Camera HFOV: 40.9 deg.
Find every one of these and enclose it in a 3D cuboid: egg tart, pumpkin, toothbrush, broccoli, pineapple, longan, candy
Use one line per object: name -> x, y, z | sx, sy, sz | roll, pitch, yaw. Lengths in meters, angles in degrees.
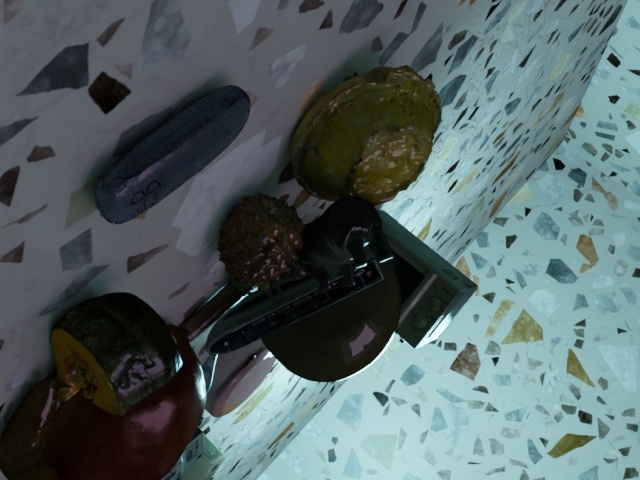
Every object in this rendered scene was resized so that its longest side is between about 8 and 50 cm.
egg tart -> 0.110, -0.179, 1.676 | 0.345, 0.132, 0.345 | -24, 145, -18
pumpkin -> -0.341, 0.212, 1.414 | 0.139, 0.190, 0.280 | -39, 161, -37
toothbrush -> -0.264, 0.326, 1.902 | 0.040, 0.040, 0.386 | 87, 21, -66
broccoli -> -0.140, 0.067, 1.795 | 0.097, 0.092, 0.095 | -58, -173, -18
pineapple -> -0.118, 0.013, 1.626 | 0.193, 0.166, 0.166 | -56, 163, 27
longan -> 0.020, 0.155, 2.034 | 0.361, 0.361, 0.361 | -45, 163, -18
candy -> -0.212, 0.332, 2.175 | 0.255, 0.094, 0.255 | -45, 163, -18

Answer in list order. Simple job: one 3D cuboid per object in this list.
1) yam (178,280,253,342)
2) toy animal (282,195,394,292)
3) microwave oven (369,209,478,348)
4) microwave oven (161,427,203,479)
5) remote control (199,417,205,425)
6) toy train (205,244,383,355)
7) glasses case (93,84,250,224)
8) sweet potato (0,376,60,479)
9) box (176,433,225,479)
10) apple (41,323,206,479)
yam -> -0.198, 0.120, 1.843 | 0.264, 0.046, 0.046 | -42, 162, -22
toy animal -> 0.001, 0.017, 1.692 | 0.106, 0.168, 0.343 | -12, 178, -34
microwave oven -> 0.201, 0.103, 2.300 | 0.218, 0.355, 0.286 | -54, 164, 12
microwave oven -> -0.383, 0.473, 1.921 | 0.208, 0.162, 0.122 | -37, 152, -32
remote control -> -0.350, 0.523, 2.369 | 0.091, 0.016, 0.034 | -55, 179, 17
toy train -> -0.069, 0.122, 1.834 | 0.407, 0.088, 0.086 | -26, 143, 1
glasses case -> -0.210, -0.127, 1.240 | 0.282, 0.067, 0.109 | -40, 163, -26
sweet potato -> -0.505, 0.367, 1.493 | 0.108, 0.079, 0.346 | -18, 144, -30
box -> -0.373, 0.594, 2.198 | 0.256, 0.164, 0.069 | -57, 160, 21
apple -> -0.379, 0.336, 1.714 | 0.329, 0.295, 0.365 | -87, -164, -44
